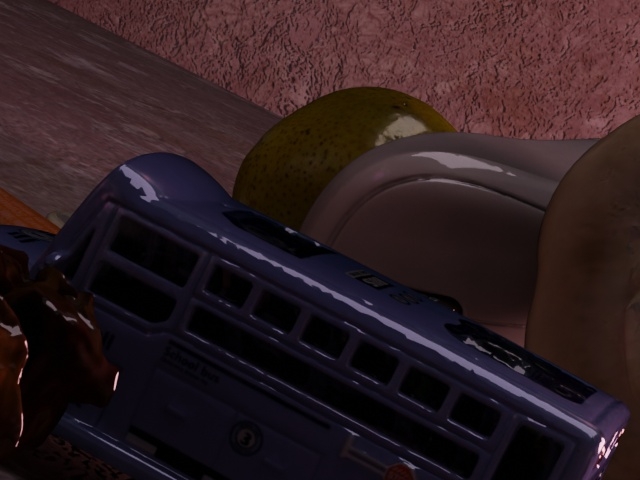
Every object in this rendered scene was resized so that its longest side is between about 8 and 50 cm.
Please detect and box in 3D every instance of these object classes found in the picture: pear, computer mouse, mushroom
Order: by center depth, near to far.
[{"bbox_3d":[0.263,0.050,0.959,0.314,0.314,0.336,26,-7,3],"label":"mushroom"},{"bbox_3d":[0.122,0.024,1.165,0.297,0.184,0.121,-2,40,-39],"label":"computer mouse"},{"bbox_3d":[0.032,-0.020,1.325,0.198,0.198,0.198,25,7,-3],"label":"pear"}]

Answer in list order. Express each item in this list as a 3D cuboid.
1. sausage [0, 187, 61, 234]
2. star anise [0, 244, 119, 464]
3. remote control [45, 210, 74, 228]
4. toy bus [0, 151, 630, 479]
[{"bbox_3d":[-0.153,0.013,0.936,0.053,0.053,0.348,17,11,-48],"label":"sausage"},{"bbox_3d":[-0.161,0.023,0.589,0.190,0.126,0.220,29,4,-2],"label":"star anise"},{"bbox_3d":[-0.090,0.024,1.123,0.078,0.042,0.221,29,7,36],"label":"remote control"},{"bbox_3d":[-0.029,0.055,0.734,0.292,0.133,0.125,27,8,14],"label":"toy bus"}]
